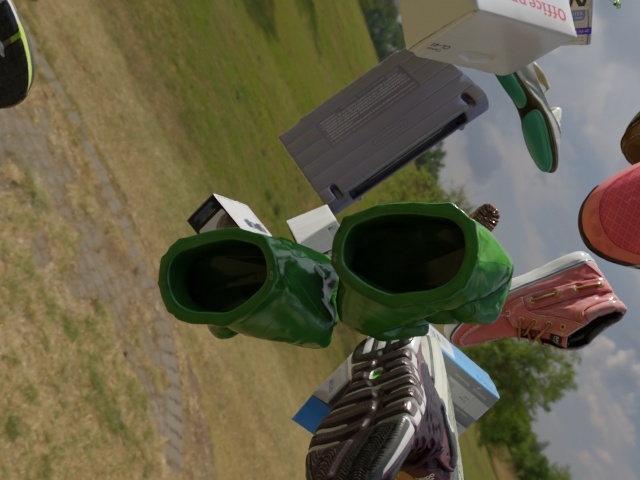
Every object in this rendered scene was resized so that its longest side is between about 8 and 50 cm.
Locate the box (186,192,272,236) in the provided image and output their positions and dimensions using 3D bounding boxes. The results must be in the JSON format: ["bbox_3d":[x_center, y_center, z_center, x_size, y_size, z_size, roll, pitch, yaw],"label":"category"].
[{"bbox_3d":[-0.138,0.041,1.450,0.290,0.087,0.169,50,11,16],"label":"box"}]

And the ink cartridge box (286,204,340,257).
[{"bbox_3d":[0.000,0.000,0.907,0.115,0.062,0.029,-119,-172,-53],"label":"ink cartridge box"}]

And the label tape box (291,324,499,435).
[{"bbox_3d":[0.143,0.336,1.368,0.249,0.348,0.115,40,11,-10],"label":"label tape box"}]

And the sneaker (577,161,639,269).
[{"bbox_3d":[0.383,-0.050,0.575,0.136,0.313,0.116,32,52,-67],"label":"sneaker"}]

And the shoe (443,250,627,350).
[{"bbox_3d":[0.223,0.083,0.712,0.063,0.178,0.081,59,6,-49],"label":"shoe"}]

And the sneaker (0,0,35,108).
[{"bbox_3d":[-0.350,-0.259,0.611,0.300,0.111,0.121,62,5,-12],"label":"sneaker"}]

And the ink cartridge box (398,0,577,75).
[{"bbox_3d":[0.214,-0.408,0.939,0.226,0.131,0.306,-1,77,-37],"label":"ink cartridge box"}]

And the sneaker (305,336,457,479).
[{"bbox_3d":[0.086,0.207,0.669,0.163,0.106,0.281,62,25,-11],"label":"sneaker"}]

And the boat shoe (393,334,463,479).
[{"bbox_3d":[0.128,0.266,1.041,0.500,0.156,0.187,-34,111,-79],"label":"boat shoe"}]

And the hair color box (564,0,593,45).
[{"bbox_3d":[0.454,-0.565,1.358,0.110,0.185,0.339,-63,149,-48],"label":"hair color box"}]

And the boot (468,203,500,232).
[{"bbox_3d":[0.260,0.002,1.251,0.059,0.158,0.084,49,-27,-1],"label":"boot"}]

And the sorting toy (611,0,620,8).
[{"bbox_3d":[0.649,-0.546,1.517,0.062,0.012,0.083,-3,60,-53],"label":"sorting toy"}]

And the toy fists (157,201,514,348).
[{"bbox_3d":[0.014,0.037,0.554,0.142,0.279,0.096,21,63,-67],"label":"toy fists"}]

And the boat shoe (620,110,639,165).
[{"bbox_3d":[0.485,-0.122,0.823,0.110,0.104,0.307,40,-18,-16],"label":"boat shoe"}]

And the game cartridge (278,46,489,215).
[{"bbox_3d":[0.112,-0.225,1.302,0.230,0.355,0.068,57,3,41],"label":"game cartridge"}]

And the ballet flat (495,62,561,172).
[{"bbox_3d":[0.343,-0.212,1.069,0.213,0.068,0.072,66,-15,5],"label":"ballet flat"}]
